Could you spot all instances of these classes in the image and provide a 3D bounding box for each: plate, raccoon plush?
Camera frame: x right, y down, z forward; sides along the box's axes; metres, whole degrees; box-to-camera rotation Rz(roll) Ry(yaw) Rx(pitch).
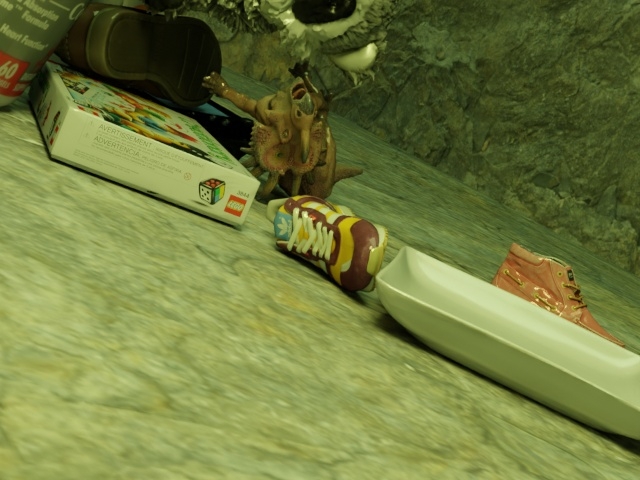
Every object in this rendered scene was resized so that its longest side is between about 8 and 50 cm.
[{"bbox_3d":[0.181,0.093,0.999,0.277,0.045,0.278,26,9,6],"label":"plate"},{"bbox_3d":[-0.060,-0.343,1.366,0.299,0.216,0.446,24,14,-16],"label":"raccoon plush"}]

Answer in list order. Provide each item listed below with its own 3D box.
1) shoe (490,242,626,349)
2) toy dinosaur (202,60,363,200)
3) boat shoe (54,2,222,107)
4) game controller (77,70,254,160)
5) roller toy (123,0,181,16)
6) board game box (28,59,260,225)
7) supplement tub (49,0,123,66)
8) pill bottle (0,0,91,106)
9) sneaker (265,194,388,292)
[{"bbox_3d":[0.281,0.072,1.266,0.178,0.081,0.063,28,10,19],"label":"shoe"},{"bbox_3d":[-0.027,-0.104,1.335,0.295,0.127,0.200,50,16,-53],"label":"toy dinosaur"},{"bbox_3d":[-0.224,-0.238,1.358,0.104,0.110,0.307,15,1,20],"label":"boat shoe"},{"bbox_3d":[-0.212,-0.191,1.527,0.166,0.067,0.319,16,12,-43],"label":"game controller"},{"bbox_3d":[-0.315,-0.343,1.713,0.146,0.209,0.191,33,-8,39],"label":"roller toy"},{"bbox_3d":[-0.193,-0.108,1.140,0.193,0.053,0.305,21,10,-24],"label":"board game box"},{"bbox_3d":[-0.416,-0.361,1.424,0.235,0.235,0.325,16,13,-45],"label":"supplement tub"},{"bbox_3d":[-0.283,-0.326,1.061,0.210,0.363,0.210,38,11,-9],"label":"pill bottle"},{"bbox_3d":[0.000,0.000,1.020,0.084,0.069,0.185,12,6,-18],"label":"sneaker"}]
